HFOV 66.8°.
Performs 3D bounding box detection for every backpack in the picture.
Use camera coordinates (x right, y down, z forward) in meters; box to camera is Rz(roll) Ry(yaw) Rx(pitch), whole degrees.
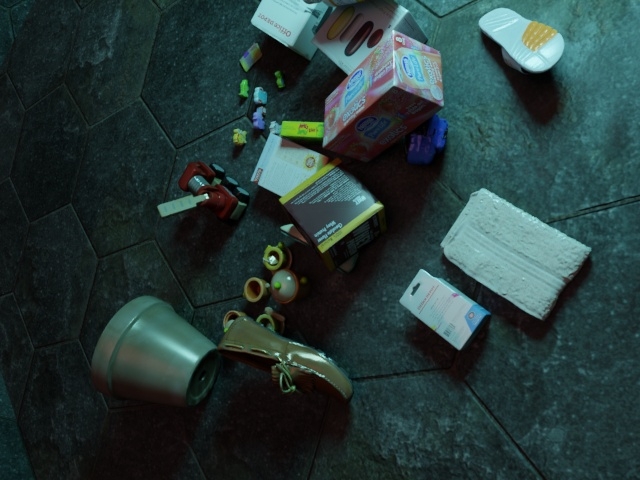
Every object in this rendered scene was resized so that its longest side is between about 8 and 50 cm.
[{"bbox_3d":[0.254,-0.243,1.186,0.101,0.098,0.120,13,90,13],"label":"backpack"}]

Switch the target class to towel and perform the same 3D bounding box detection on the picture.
[{"bbox_3d":[0.420,0.023,1.080,0.282,0.049,0.187,36,104,30],"label":"towel"},{"bbox_3d":[-0.225,-0.597,1.583,0.083,0.009,0.060,-38,67,24],"label":"towel"}]

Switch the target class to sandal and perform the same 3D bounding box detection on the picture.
[{"bbox_3d":[0.457,-0.444,1.102,0.102,0.076,0.265,-31,47,11],"label":"sandal"}]

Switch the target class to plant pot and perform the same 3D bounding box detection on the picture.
[{"bbox_3d":[-0.470,0.363,1.482,0.280,0.323,0.323,17,94,16],"label":"plant pot"}]

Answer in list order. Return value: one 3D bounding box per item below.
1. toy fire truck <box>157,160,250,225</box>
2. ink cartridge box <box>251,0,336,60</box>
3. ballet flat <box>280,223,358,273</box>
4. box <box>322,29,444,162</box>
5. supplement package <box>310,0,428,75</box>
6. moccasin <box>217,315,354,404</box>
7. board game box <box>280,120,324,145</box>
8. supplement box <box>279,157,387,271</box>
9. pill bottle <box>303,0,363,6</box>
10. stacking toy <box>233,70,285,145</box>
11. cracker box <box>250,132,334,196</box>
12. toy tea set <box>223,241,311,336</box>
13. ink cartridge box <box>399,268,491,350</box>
[{"bbox_3d":[-0.380,-0.143,1.488,0.217,0.246,0.158,43,107,28],"label":"toy fire truck"},{"bbox_3d":[-0.050,-0.702,1.422,0.197,0.114,0.273,42,106,28],"label":"ink cartridge box"},{"bbox_3d":[0.000,0.000,1.334,0.248,0.086,0.086,33,102,24],"label":"ballet flat"},{"bbox_3d":[0.139,-0.329,1.160,0.300,0.142,0.154,-28,54,56],"label":"box"},{"bbox_3d":[0.126,-0.524,1.269,0.203,0.149,0.194,-49,62,17],"label":"supplement package"},{"bbox_3d":[-0.094,0.332,1.269,0.380,0.139,0.147,26,54,10],"label":"moccasin"},{"bbox_3d":[-0.013,-0.299,1.365,0.181,0.092,0.043,11,91,33],"label":"board game box"},{"bbox_3d":[0.035,-0.065,1.244,0.191,0.129,0.194,-37,63,-6],"label":"supplement box"},{"bbox_3d":[0.066,-0.636,1.150,0.245,0.136,0.136,6,88,33],"label":"pill bottle"},{"bbox_3d":[-0.193,-0.414,1.517,0.167,0.052,0.221,-2,83,32],"label":"stacking toy"},{"bbox_3d":[-0.078,-0.199,1.410,0.232,0.067,0.156,29,99,31],"label":"cracker box"},{"bbox_3d":[-0.171,0.173,1.392,0.200,0.124,0.336,40,106,29],"label":"toy tea set"},{"bbox_3d":[0.289,0.158,1.138,0.181,0.061,0.104,39,104,29],"label":"ink cartridge box"}]
